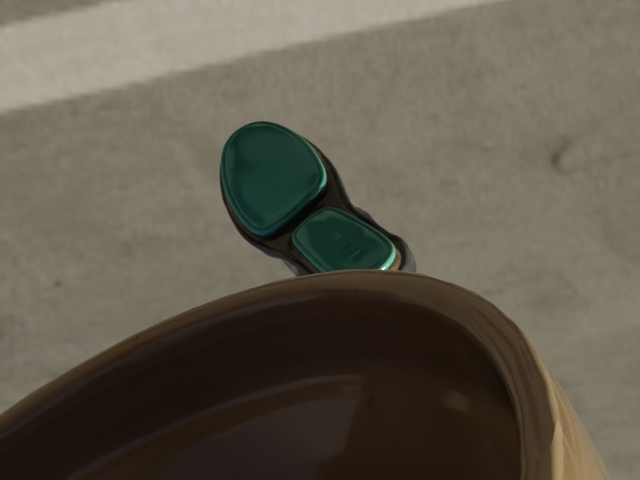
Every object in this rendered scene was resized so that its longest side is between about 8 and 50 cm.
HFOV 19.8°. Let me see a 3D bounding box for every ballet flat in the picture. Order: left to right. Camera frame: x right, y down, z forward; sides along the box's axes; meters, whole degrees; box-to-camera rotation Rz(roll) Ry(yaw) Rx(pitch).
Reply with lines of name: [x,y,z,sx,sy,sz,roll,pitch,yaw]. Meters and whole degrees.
ballet flat: [0.000,0.000,1.072,0.074,0.203,0.074,-13,122,-22]

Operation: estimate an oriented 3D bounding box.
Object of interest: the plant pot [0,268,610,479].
plant pot: [-0.029,0.123,0.384,0.237,0.237,0.110,-24,116,28]
